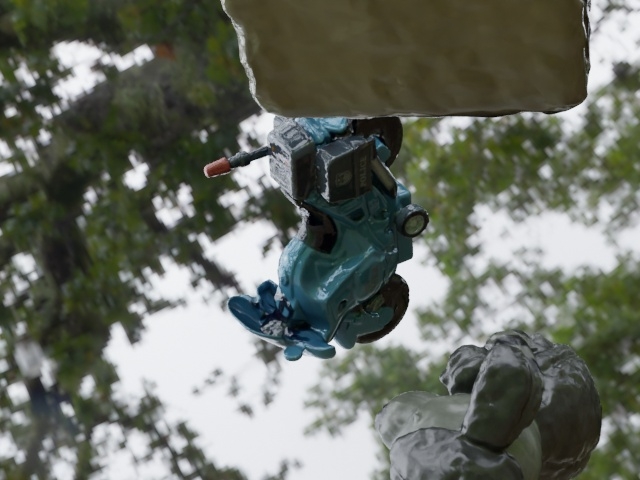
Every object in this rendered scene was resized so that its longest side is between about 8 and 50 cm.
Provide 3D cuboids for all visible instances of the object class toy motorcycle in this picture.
[{"bbox_3d":[0.000,0.000,1.281,0.182,0.123,0.272,-21,-52,-23],"label":"toy motorcycle"}]

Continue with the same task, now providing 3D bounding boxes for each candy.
[{"bbox_3d":[0.028,-0.198,0.646,0.179,0.135,0.321,-2,-35,13],"label":"candy"}]

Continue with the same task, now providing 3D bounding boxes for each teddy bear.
[{"bbox_3d":[0.132,0.146,1.172,0.251,0.144,0.171,-11,-54,-58],"label":"teddy bear"}]
